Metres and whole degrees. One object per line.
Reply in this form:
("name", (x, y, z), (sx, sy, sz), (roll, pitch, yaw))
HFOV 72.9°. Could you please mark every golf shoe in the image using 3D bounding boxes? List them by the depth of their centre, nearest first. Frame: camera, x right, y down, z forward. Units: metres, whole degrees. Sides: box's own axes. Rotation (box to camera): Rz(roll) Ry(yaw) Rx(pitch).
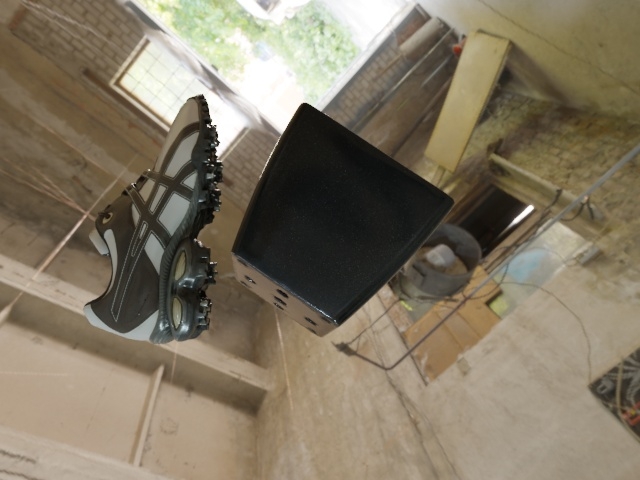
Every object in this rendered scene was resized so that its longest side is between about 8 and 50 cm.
("golf shoe", (-0.122, -0.026, 0.322), (0.077, 0.093, 0.198), (105, 167, -68))

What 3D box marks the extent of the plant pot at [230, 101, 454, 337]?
("plant pot", (0.000, 0.000, 0.489), (0.188, 0.167, 0.187), (35, 160, 3))
